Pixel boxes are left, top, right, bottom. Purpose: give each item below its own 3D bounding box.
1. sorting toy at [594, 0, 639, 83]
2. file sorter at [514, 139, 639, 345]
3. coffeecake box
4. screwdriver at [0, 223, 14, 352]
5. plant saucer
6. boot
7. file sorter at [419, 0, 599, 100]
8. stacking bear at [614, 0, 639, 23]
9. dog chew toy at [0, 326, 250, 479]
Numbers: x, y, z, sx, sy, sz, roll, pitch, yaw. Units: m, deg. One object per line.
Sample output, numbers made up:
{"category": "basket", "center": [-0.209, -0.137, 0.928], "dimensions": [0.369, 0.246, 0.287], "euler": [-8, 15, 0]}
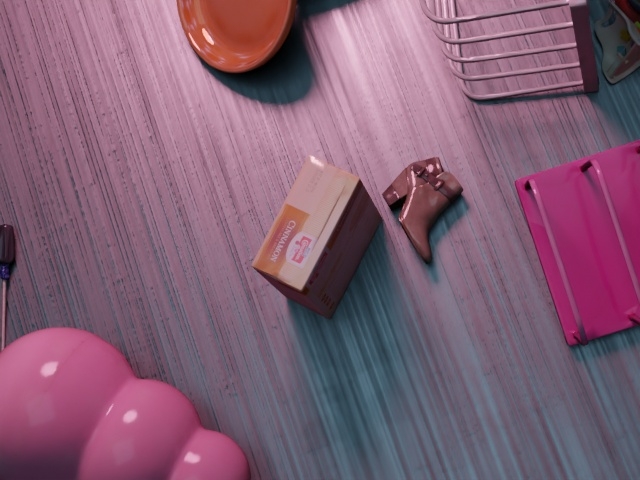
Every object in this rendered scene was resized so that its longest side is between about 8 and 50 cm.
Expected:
{"category": "sorting toy", "center": [0.357, -0.243, 1.603], "dimensions": [0.045, 0.083, 0.075], "euler": [-25, 72, -24]}
{"category": "file sorter", "center": [0.384, -0.017, 1.464], "dimensions": [0.291, 0.182, 0.202], "euler": [-18, 89, 6]}
{"category": "coffeecake box", "center": [0.000, 0.000, 1.550], "dimensions": [0.068, 0.185, 0.142], "euler": [26, 83, 15]}
{"category": "screwdriver", "center": [-0.396, 0.063, 1.695], "dimensions": [0.025, 0.024, 0.170], "euler": [-14, 75, 37]}
{"category": "plant saucer", "center": [-0.100, -0.309, 1.674], "dimensions": [0.200, 0.037, 0.200], "euler": [8, 103, 41]}
{"category": "boot", "center": [0.132, -0.041, 1.612], "dimensions": [0.087, 0.042, 0.118], "euler": [-30, 74, 0]}
{"category": "file sorter", "center": [0.215, -0.291, 1.536], "dimensions": [0.173, 0.278, 0.193], "euler": [-8, 76, 13]}
{"category": "stacking bear", "center": [0.411, -0.336, 1.498], "dimensions": [0.164, 0.289, 0.175], "euler": [6, 79, 12]}
{"category": "dog chew toy", "center": [-0.229, 0.235, 1.539], "dimensions": [0.332, 0.206, 0.206], "euler": [24, 83, 7]}
